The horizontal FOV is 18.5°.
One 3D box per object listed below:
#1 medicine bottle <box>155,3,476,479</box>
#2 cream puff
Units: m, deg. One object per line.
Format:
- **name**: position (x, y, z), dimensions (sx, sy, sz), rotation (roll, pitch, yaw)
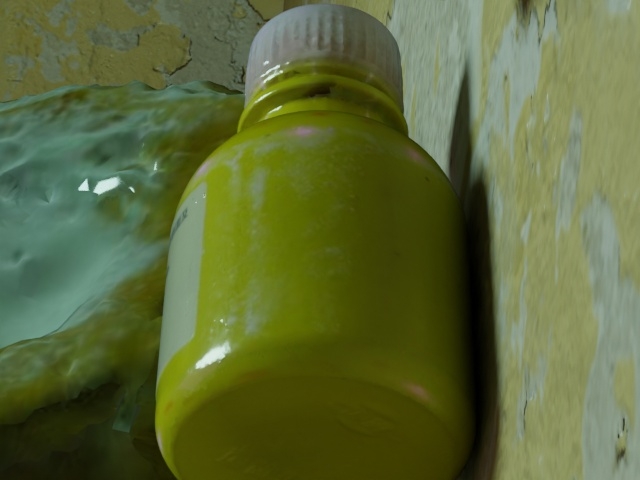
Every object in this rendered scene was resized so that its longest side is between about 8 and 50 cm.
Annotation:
- **medicine bottle**: position (0.000, 0.000, 0.794), dimensions (0.121, 0.122, 0.212), rotation (98, 175, -49)
- **cream puff**: position (-0.118, 0.105, 1.009), dimensions (0.378, 0.378, 0.275), rotation (-90, -14, -49)
